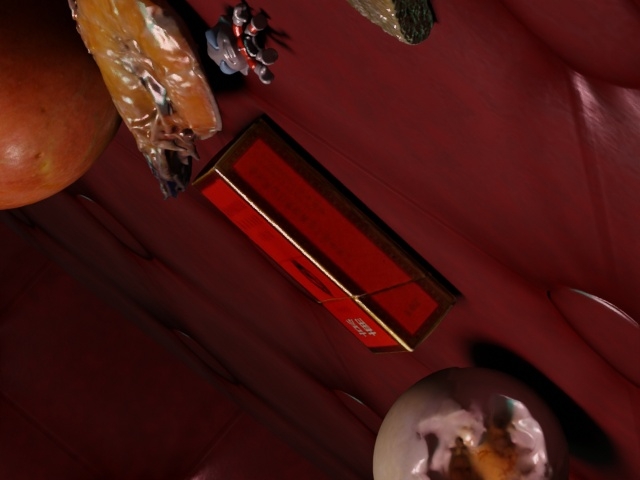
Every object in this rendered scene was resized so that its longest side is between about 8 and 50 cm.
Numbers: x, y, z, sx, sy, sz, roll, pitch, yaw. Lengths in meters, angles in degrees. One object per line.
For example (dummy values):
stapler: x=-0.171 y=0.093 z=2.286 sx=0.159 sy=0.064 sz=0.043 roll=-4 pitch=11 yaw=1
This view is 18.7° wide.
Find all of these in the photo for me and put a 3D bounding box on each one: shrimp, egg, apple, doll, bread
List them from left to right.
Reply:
apple: x=-0.298 y=-0.160 z=1.794 sx=0.253 sy=0.253 sz=0.253 roll=39 pitch=168 yaw=10
shrimp: x=-0.135 y=-0.125 z=1.688 sx=0.164 sy=0.062 sz=0.317 roll=40 pitch=159 yaw=31
doll: x=-0.065 y=-0.148 z=1.491 sx=0.057 sy=0.039 sz=0.114 roll=40 pitch=167 yaw=-21
bread: x=0.001 y=-0.190 z=1.145 sx=0.112 sy=0.036 sz=0.193 roll=36 pitch=167 yaw=26
egg: x=0.136 y=0.207 z=1.801 sx=0.183 sy=0.183 sz=0.217 roll=42 pitch=171 yaw=-3

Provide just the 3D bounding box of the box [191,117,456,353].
box: x=-0.001 y=0.001 z=1.752 sx=0.240 sy=0.074 sz=0.153 roll=42 pitch=166 yaw=-6
